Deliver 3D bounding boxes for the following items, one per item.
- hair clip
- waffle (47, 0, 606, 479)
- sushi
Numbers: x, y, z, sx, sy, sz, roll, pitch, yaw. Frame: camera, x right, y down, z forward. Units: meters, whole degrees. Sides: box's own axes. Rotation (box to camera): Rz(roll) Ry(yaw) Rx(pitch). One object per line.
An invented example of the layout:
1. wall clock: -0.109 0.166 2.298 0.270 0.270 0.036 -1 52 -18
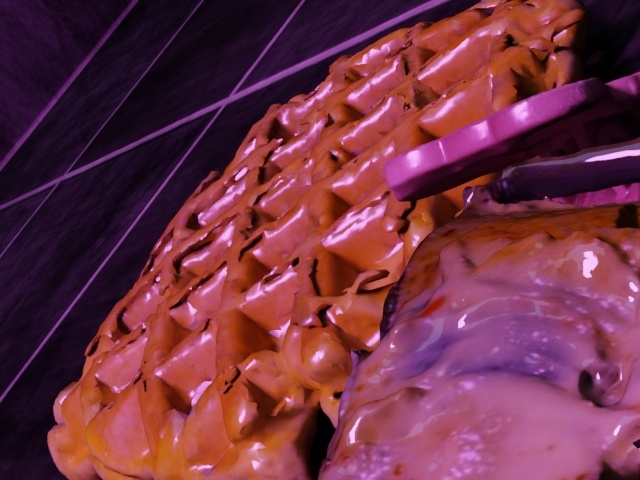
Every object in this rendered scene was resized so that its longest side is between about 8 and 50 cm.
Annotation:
1. hair clip: 0.114 -0.053 0.824 0.123 0.102 0.138 -20 31 53
2. waffle: 0.000 0.000 1.035 0.380 0.095 0.382 -54 19 -26
3. sushi: 0.084 0.069 0.606 0.139 0.131 0.291 -11 27 28
